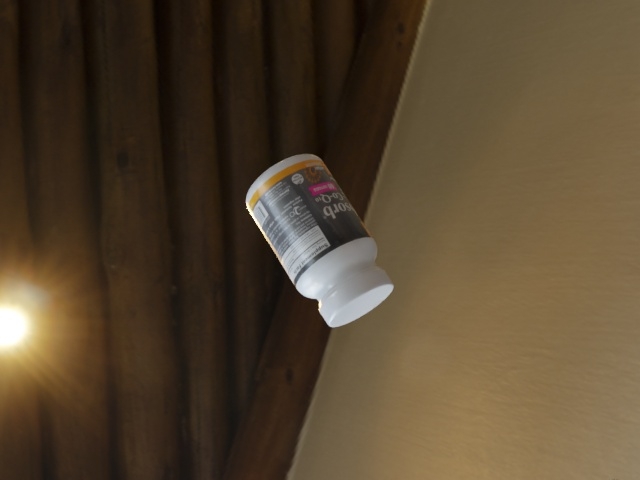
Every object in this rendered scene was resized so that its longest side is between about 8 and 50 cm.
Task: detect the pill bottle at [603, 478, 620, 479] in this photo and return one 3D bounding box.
[{"bbox_3d":[0.598,0.592,1.923,0.130,0.245,0.130,28,-128,-43],"label":"pill bottle"}]

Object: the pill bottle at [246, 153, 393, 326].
[{"bbox_3d":[0.000,0.000,1.539,0.162,0.162,0.278,-23,-111,-27],"label":"pill bottle"}]
